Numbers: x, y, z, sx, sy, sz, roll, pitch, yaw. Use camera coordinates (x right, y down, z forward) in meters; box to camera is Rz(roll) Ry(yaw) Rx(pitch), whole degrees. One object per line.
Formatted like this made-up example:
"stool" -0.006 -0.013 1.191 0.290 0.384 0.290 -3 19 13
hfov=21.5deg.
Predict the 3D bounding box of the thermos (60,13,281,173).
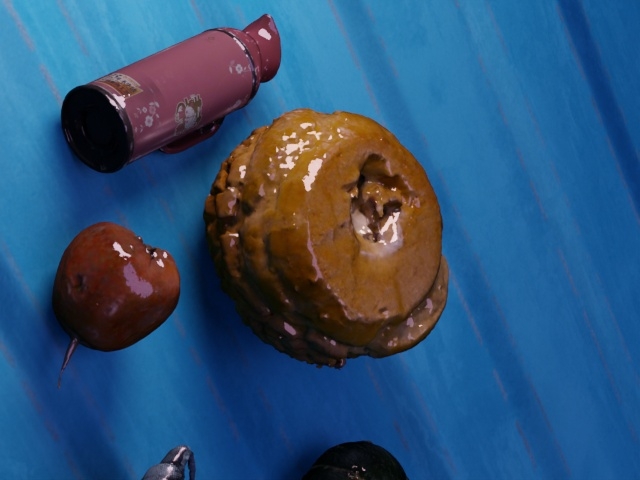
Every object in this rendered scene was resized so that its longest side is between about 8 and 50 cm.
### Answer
"thermos" -0.161 -0.178 2.087 0.330 0.110 0.136 -32 112 -45

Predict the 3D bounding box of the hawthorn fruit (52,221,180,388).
"hawthorn fruit" -0.258 0.061 1.973 0.189 0.149 0.149 -31 118 -1

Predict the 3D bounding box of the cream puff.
"cream puff" 0.000 0.000 2.172 0.343 0.231 0.327 39 56 -33

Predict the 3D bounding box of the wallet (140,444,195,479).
"wallet" -0.235 0.417 1.911 0.237 0.075 0.342 106 7 -52

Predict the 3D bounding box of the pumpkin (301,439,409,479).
"pumpkin" 0.044 0.366 2.271 0.190 0.146 0.190 -18 120 -33
